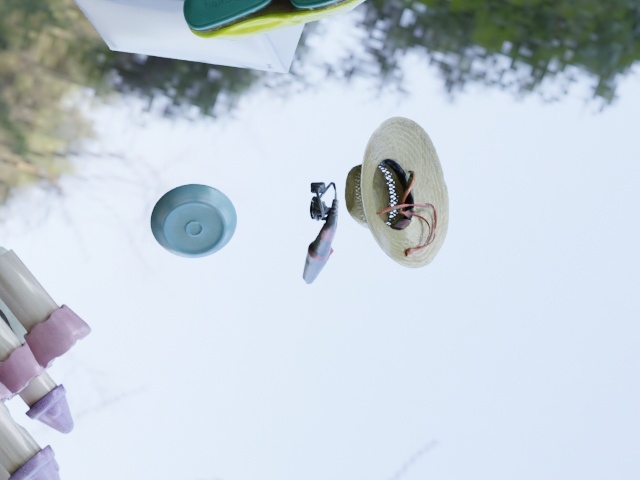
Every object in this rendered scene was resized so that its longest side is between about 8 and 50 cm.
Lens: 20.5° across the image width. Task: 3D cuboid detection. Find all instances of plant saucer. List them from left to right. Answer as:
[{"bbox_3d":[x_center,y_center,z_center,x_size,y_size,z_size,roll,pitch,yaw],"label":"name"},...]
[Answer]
[{"bbox_3d":[-0.173,-0.021,2.417,0.119,0.119,0.021,-60,-160,26],"label":"plant saucer"}]

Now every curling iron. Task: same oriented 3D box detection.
[{"bbox_3d":[0.000,0.000,2.271,0.274,0.035,0.068,98,-11,-66],"label":"curling iron"}]

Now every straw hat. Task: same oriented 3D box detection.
[{"bbox_3d":[0.056,-0.041,1.642,0.061,0.144,0.144,-4,-110,39],"label":"straw hat"}]

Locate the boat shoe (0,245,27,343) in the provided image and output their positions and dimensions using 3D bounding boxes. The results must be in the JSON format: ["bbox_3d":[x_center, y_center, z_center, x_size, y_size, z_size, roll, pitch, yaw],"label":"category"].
[{"bbox_3d":[-0.365,0.066,2.084,0.043,0.049,0.137,25,-39,62],"label":"boat shoe"}]

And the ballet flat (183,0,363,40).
[{"bbox_3d":[-0.024,-0.240,1.715,0.231,0.077,0.077,-12,-107,28],"label":"ballet flat"}]

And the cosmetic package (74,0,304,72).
[{"bbox_3d":[-0.120,-0.319,1.909,0.224,0.138,0.225,9,-111,22],"label":"cosmetic package"}]

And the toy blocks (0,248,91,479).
[{"bbox_3d":[-0.374,0.218,1.874,0.309,0.260,0.288,-40,-178,-23],"label":"toy blocks"}]
